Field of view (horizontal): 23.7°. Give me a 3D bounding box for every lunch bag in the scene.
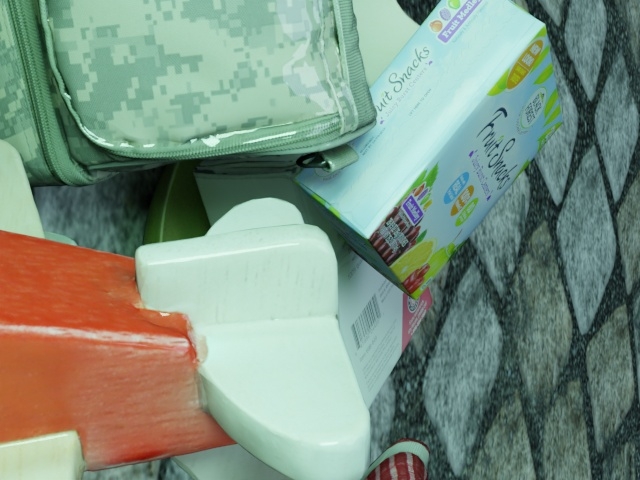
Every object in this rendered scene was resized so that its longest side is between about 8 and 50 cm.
[{"bbox_3d":[-0.099,-0.188,0.893,0.212,0.256,0.305,-30,116,-60],"label":"lunch bag"}]

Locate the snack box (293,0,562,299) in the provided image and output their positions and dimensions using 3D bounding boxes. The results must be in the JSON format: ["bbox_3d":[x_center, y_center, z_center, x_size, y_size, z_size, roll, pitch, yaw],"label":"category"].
[{"bbox_3d":[0.080,-0.062,1.023,0.174,0.070,0.207,-50,164,-3],"label":"snack box"}]

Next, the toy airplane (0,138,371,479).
[{"bbox_3d":[-0.170,0.083,0.656,0.386,0.384,0.272,-23,139,-56],"label":"toy airplane"}]

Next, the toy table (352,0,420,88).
[{"bbox_3d":[0.029,-0.223,1.093,0.274,0.160,0.252,-124,-130,-72],"label":"toy table"}]

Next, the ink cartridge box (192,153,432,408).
[{"bbox_3d":[0.000,0.000,1.179,0.158,0.092,0.218,-53,137,-49],"label":"ink cartridge box"}]

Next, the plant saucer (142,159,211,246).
[{"bbox_3d":[-0.072,0.016,1.180,0.241,0.037,0.241,-1,91,-63],"label":"plant saucer"}]

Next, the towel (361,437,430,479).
[{"bbox_3d":[-0.051,0.195,0.611,0.037,0.237,0.329,45,10,0],"label":"towel"}]
